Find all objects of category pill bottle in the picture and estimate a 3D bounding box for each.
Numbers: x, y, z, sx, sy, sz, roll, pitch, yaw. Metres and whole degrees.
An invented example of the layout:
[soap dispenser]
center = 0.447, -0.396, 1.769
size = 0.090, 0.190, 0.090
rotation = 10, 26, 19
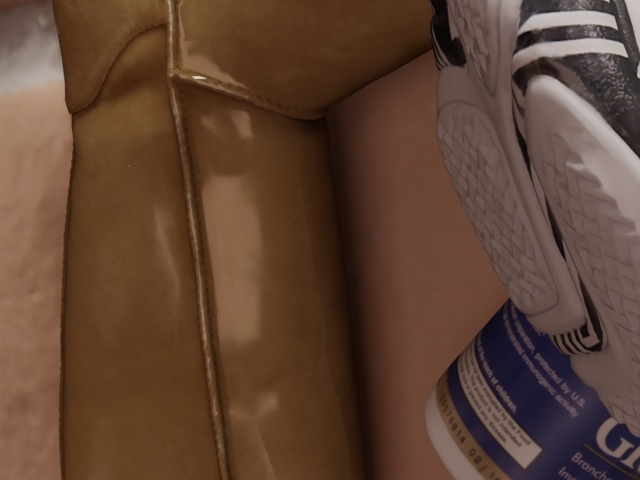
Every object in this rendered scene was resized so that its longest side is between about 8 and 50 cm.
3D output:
[pill bottle]
center = 0.122, 0.029, 0.715
size = 0.094, 0.094, 0.169
rotation = 43, 112, 11

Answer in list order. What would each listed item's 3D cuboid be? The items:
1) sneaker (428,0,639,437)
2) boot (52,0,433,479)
[sneaker]
center = 0.116, -0.120, 0.606
size = 0.210, 0.137, 0.366
rotation = -22, 68, -8
[boot]
center = 0.000, 0.000, 0.774
size = 0.236, 0.089, 0.269
rotation = 2, 103, 26
